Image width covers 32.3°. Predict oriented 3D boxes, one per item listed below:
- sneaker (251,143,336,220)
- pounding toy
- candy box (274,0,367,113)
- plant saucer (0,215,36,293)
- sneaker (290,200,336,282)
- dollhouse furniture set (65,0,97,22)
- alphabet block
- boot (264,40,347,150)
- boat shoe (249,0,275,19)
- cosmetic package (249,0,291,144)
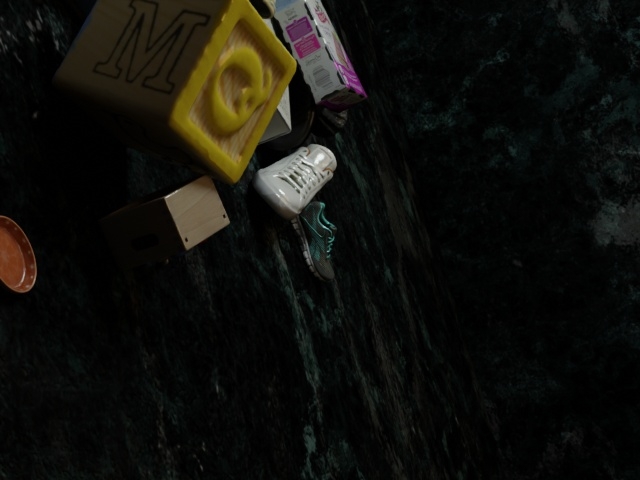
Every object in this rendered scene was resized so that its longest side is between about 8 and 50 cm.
[{"bbox_3d":[-0.041,-0.123,2.001,0.106,0.123,0.290,45,15,-4],"label":"sneaker"},{"bbox_3d":[-0.198,-0.010,1.403,0.130,0.141,0.100,-38,108,-58],"label":"pounding toy"},{"bbox_3d":[-0.007,-0.363,2.072,0.233,0.071,0.159,64,14,7],"label":"candy box"},{"bbox_3d":[-0.322,0.016,1.134,0.083,0.013,0.083,-20,90,-74],"label":"plant saucer"},{"bbox_3d":[0.000,0.000,2.114,0.065,0.076,0.166,-58,127,-69],"label":"sneaker"},{"bbox_3d":[-0.256,-0.361,1.483,0.129,0.183,0.129,52,24,-49],"label":"dollhouse furniture set"},{"bbox_3d":[-0.181,-0.213,1.410,0.193,0.197,0.192,-64,149,-9],"label":"alphabet block"},{"bbox_3d":[-0.038,-0.264,2.196,0.260,0.131,0.348,51,24,-50],"label":"boot"},{"bbox_3d":[-0.186,-0.454,1.833,0.285,0.104,0.089,14,58,-35],"label":"boat shoe"},{"bbox_3d":[-0.138,-0.328,1.974,0.309,0.113,0.160,-93,157,-43],"label":"cosmetic package"}]
